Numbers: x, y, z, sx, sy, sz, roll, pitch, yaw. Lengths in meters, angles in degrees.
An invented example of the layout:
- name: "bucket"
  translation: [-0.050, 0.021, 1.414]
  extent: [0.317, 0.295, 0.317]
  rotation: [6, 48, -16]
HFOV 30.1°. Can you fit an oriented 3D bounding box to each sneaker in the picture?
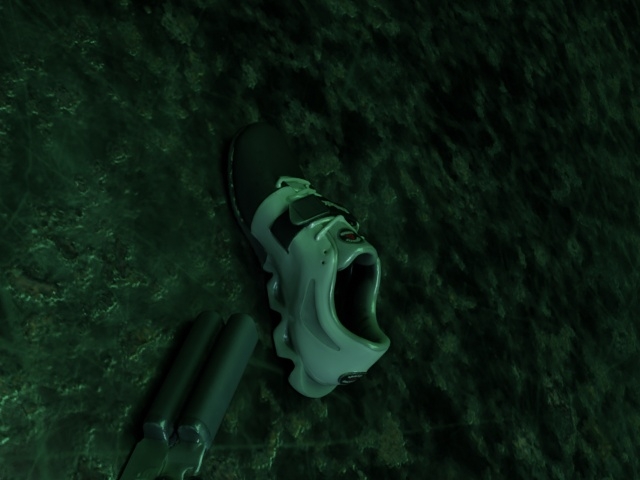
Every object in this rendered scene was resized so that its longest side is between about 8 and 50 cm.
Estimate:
- name: "sneaker"
  translation: [0.000, 0.000, 1.361]
  extent: [0.122, 0.146, 0.331]
  rotation: [-7, 73, -46]

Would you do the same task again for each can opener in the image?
- name: "can opener"
  translation: [-0.132, 0.198, 1.186]
  extent: [0.283, 0.076, 0.095]
  rotation: [-66, 151, -43]
